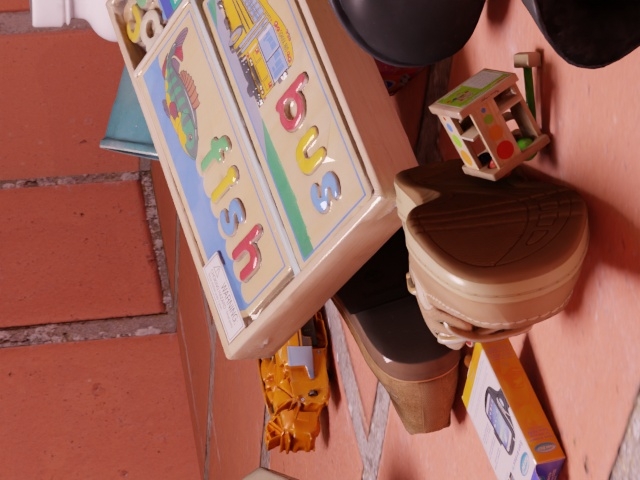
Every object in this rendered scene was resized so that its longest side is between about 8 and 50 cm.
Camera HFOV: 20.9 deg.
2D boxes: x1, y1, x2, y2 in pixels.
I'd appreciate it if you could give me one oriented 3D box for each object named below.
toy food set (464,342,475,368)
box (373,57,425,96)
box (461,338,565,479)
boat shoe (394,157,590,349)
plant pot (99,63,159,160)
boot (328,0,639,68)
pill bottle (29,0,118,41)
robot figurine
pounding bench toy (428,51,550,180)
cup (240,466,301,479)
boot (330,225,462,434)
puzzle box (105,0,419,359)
[{"bbox_3d":[0.130,0.097,1.422,0.122,0.019,0.078,-105,15,-44],"label":"toy food set"},{"bbox_3d":[0.014,-0.266,1.611,0.128,0.122,0.257,146,118,-77],"label":"box"},{"bbox_3d":[0.147,0.147,1.307,0.081,0.028,0.136,98,155,-49],"label":"box"},{"bbox_3d":[0.120,0.019,1.216,0.341,0.121,0.110,-95,-1,-78],"label":"boat shoe"},{"bbox_3d":[-0.072,-0.195,1.807,0.271,0.271,0.255,-169,90,-79],"label":"plant pot"},{"bbox_3d":[0.117,-0.212,1.095,0.445,0.146,0.367,-121,27,-59],"label":"boot"},{"bbox_3d":[-0.169,-0.324,1.994,0.188,0.334,0.188,175,90,-80],"label":"pill bottle"},{"bbox_3d":[-0.045,0.108,2.190,0.211,0.085,0.291,104,159,-57],"label":"robot figurine"},{"bbox_3d":[0.135,-0.089,1.240,0.065,0.083,0.052,59,167,-19],"label":"pounding bench toy"},{"bbox_3d":[-0.028,0.364,1.720,0.331,0.331,0.237,163,128,-79],"label":"cup"},{"bbox_3d":[0.055,0.060,1.610,0.305,0.112,0.115,-112,9,-52],"label":"boot"},{"bbox_3d":[-0.062,-0.134,1.540,0.272,0.052,0.409,-47,55,42],"label":"puzzle box"}]
